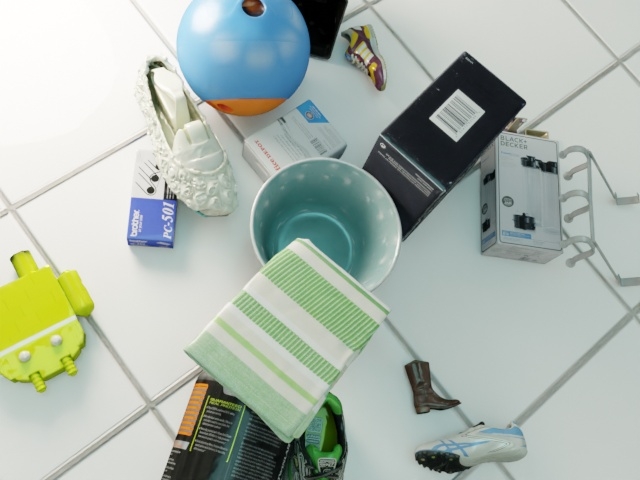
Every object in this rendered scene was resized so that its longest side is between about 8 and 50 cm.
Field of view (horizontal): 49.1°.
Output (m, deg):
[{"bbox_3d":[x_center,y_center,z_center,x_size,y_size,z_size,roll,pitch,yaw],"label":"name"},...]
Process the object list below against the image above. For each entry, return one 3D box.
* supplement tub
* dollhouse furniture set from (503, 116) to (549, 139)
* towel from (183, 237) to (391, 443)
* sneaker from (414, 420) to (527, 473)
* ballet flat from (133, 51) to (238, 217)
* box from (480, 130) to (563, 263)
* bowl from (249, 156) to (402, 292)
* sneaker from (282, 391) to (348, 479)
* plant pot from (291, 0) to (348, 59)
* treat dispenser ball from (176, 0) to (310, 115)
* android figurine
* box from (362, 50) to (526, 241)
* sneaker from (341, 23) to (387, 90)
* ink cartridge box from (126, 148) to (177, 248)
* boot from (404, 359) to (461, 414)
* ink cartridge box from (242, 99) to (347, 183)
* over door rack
[{"bbox_3d":[-0.160,0.371,1.281,0.207,0.207,0.338,20,69,-5],"label":"supplement tub"},{"bbox_3d":[0.519,-0.290,1.726,0.114,0.081,0.091,6,70,-10],"label":"dollhouse furniture set"},{"bbox_3d":[-0.048,0.165,1.271,0.248,0.038,0.325,40,60,3],"label":"towel"},{"bbox_3d":[0.303,0.420,1.438,0.237,0.085,0.086,-4,45,-10],"label":"sneaker"},{"bbox_3d":[-0.292,-0.232,1.464,0.147,0.147,0.409,-24,65,-19],"label":"ballet flat"},{"bbox_3d":[0.468,-0.103,1.646,0.169,0.087,0.290,9,69,-9],"label":"box"},{"bbox_3d":[0.000,0.000,1.470,0.311,0.163,0.312,4,70,-10],"label":"bowl"},{"bbox_3d":[-0.016,0.450,1.316,0.134,0.146,0.344,3,71,-11],"label":"sneaker"},{"bbox_3d":[-0.039,-0.574,1.664,0.188,0.187,0.167,12,56,-8],"label":"plant pot"},{"bbox_3d":[-0.165,-0.414,1.514,0.288,0.288,0.288,4,70,-11],"label":"treat dispenser ball"},{"bbox_3d":[-0.564,0.159,1.353,0.248,0.056,0.273,-26,76,-19],"label":"android figurine"},{"bbox_3d":[0.239,-0.193,1.518,0.182,0.294,0.296,42,68,7],"label":"box"},{"bbox_3d":[0.105,-0.437,1.704,0.083,0.070,0.186,-13,68,-7],"label":"sneaker"},{"bbox_3d":[-0.352,-0.089,1.489,0.097,0.046,0.207,4,70,-10],"label":"ink cartridge box"},{"bbox_3d":[0.237,0.303,1.484,0.106,0.037,0.114,-5,67,-16],"label":"boot"},{"bbox_3d":[-0.060,-0.204,1.572,0.190,0.082,0.140,-36,81,-19],"label":"ink cartridge box"},{"bbox_3d":[0.632,-0.044,1.612,0.324,0.108,0.240,25,63,-41],"label":"over door rack"}]
